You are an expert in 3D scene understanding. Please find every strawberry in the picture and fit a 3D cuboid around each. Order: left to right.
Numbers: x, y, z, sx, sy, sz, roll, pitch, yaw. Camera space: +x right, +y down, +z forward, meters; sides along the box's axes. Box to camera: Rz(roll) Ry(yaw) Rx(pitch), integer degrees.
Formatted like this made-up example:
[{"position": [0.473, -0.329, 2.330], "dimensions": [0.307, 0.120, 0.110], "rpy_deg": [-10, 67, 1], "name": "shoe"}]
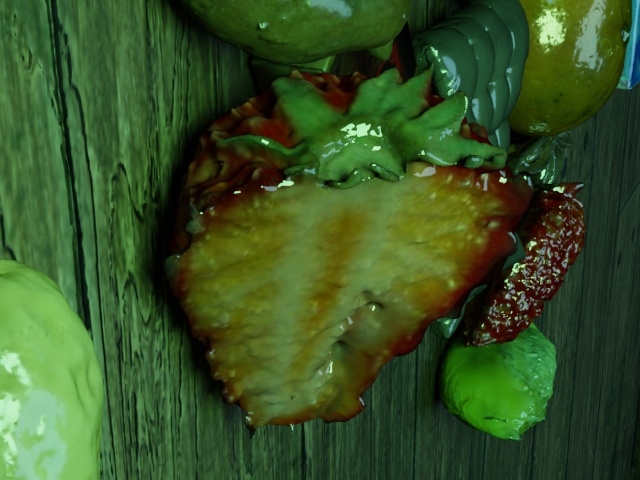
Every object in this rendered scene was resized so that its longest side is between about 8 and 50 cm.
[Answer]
[{"position": [0.015, -0.009, 0.867], "dimensions": [0.280, 0.253, 0.150], "rpy_deg": [76, -7, -51], "name": "strawberry"}, {"position": [0.254, 0.035, 1.450], "dimensions": [0.174, 0.098, 0.228], "rpy_deg": [-50, -168, 46], "name": "strawberry"}]

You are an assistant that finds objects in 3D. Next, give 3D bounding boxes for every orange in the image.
[{"position": [0.269, -0.238, 1.383], "dimensions": [0.240, 0.171, 0.240], "rpy_deg": [12, 90, -69], "name": "orange"}]

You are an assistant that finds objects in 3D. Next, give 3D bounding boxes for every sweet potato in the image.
[{"position": [-0.032, -0.179, 0.755], "dimensions": [0.310, 0.098, 0.124], "rpy_deg": [37, 71, -46], "name": "sweet potato"}]

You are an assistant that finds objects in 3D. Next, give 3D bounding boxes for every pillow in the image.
[{"position": [0.141, -0.078, 1.247], "dimensions": [0.228, 0.101, 0.326], "rpy_deg": [-42, 135, -55], "name": "pillow"}]

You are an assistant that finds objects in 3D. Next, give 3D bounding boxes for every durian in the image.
[{"position": [0.215, 0.164, 1.466], "dimensions": [0.250, 0.139, 0.101], "rpy_deg": [-38, 128, -59], "name": "durian"}]

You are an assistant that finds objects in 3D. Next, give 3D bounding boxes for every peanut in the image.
[{"position": [-0.159, 0.163, 0.595], "dimensions": [0.147, 0.147, 0.319], "rpy_deg": [-24, 116, -63], "name": "peanut"}]

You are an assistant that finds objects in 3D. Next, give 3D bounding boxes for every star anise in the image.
[{"position": [0.289, -0.134, 1.604], "dimensions": [0.212, 0.073, 0.197], "rpy_deg": [-62, 148, -31], "name": "star anise"}]

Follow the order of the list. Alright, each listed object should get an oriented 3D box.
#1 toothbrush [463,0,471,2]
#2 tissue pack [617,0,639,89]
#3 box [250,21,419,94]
[{"position": [0.112, -0.253, 1.192], "dimensions": [0.297, 0.030, 0.031], "rpy_deg": [-17, 123, -65], "name": "toothbrush"}, {"position": [0.405, -0.364, 1.690], "dimensions": [0.198, 0.146, 0.264], "rpy_deg": [-39, 134, -57], "name": "tissue pack"}, {"position": [0.026, -0.118, 0.996], "dimensions": [0.240, 0.071, 0.159], "rpy_deg": [71, 38, -51], "name": "box"}]
